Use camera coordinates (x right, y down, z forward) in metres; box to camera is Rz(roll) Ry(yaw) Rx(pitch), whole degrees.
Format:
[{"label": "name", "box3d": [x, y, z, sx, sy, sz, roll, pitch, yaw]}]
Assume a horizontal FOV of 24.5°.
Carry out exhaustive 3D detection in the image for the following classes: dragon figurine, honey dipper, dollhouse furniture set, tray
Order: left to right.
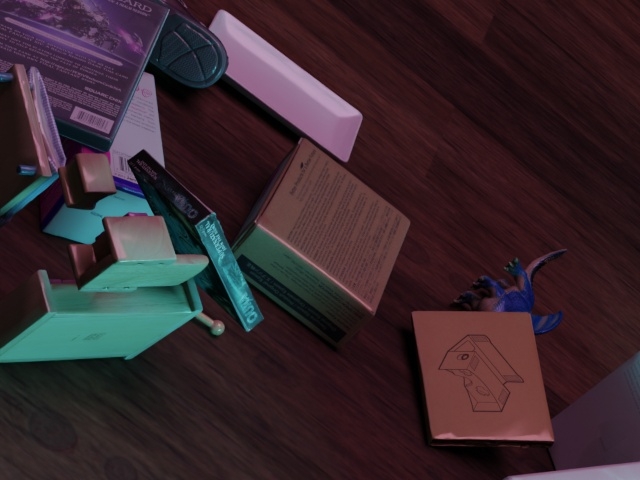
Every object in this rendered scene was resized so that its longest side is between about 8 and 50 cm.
[{"label": "dollhouse furniture set", "box3d": [-0.250, -0.055, 1.538, 0.198, 0.286, 0.303, 1, 64, -46]}, {"label": "honey dipper", "box3d": [-0.177, 0.061, 1.721, 0.161, 0.030, 0.030, 35, 35, -17]}, {"label": "tray", "box3d": [-0.062, -0.220, 2.146, 0.270, 0.030, 0.145, 36, 35, -12]}, {"label": "dragon figurine", "box3d": [0.284, 0.109, 2.097, 0.289, 0.085, 0.144, -22, 72, -49]}]

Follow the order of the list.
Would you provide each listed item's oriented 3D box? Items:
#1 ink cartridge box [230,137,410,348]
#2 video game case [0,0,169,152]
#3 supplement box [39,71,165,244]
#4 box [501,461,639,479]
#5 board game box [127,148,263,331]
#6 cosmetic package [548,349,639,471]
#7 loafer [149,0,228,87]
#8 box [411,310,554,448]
[{"label": "ink cartridge box", "box3d": [0.000, 0.000, 1.920, 0.193, 0.088, 0.234, 37, 35, -7]}, {"label": "video game case", "box3d": [-0.302, -0.228, 1.725, 0.196, 0.026, 0.274, 21, 41, -7]}, {"label": "supplement box", "box3d": [-0.261, -0.107, 1.742, 0.111, 0.114, 0.220, 19, 42, -31]}, {"label": "box", "box3d": [0.291, 0.381, 1.693, 0.345, 0.215, 0.168, 3, 51, -44]}, {"label": "board game box", "box3d": [-0.127, 0.002, 1.507, 0.126, 0.026, 0.186, 41, -18, 37]}, {"label": "cosmetic package", "box3d": [0.442, 0.290, 1.943, 0.138, 0.224, 0.224, 17, 43, -34]}, {"label": "loafer", "box3d": [-0.250, -0.319, 2.009, 0.302, 0.109, 0.095, 40, 13, -2]}, {"label": "box", "box3d": [0.209, 0.179, 1.925, 0.165, 0.021, 0.201, 2, 52, -9]}]
